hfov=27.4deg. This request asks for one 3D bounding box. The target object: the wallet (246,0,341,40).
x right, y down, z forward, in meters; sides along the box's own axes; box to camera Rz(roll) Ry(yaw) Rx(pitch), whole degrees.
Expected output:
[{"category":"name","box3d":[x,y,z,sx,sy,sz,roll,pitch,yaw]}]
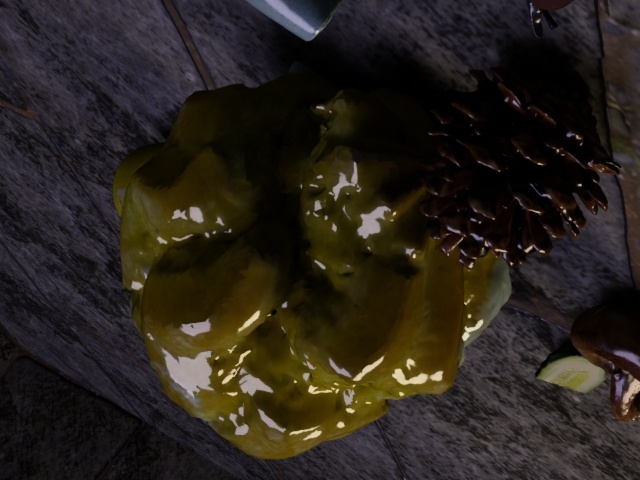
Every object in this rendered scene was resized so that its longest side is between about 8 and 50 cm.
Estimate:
[{"category":"wallet","box3d":[-0.094,-0.255,0.986,0.251,0.054,0.290,36,-169,-13]}]

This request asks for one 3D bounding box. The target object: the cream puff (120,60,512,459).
[{"category":"cream puff","box3d":[0.000,0.000,1.204,0.378,0.378,0.275,38,159,-2]}]

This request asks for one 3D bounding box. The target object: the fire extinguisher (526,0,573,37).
[{"category":"fire extinguisher","box3d":[0.173,-0.197,0.889,0.078,0.045,0.157,67,158,1]}]

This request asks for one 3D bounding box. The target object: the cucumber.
[{"category":"cucumber","box3d":[0.277,0.130,1.412,0.067,0.035,0.107,19,158,-2]}]

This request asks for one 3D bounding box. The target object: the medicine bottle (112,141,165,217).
[{"category":"medicine bottle","box3d":[-0.158,-0.063,1.586,0.122,0.122,0.212,46,158,-22]}]

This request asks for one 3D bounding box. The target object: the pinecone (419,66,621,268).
[{"category":"pinecone","box3d":[0.151,-0.056,1.048,0.173,0.174,0.173,32,159,14]}]

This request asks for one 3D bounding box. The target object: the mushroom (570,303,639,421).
[{"category":"mushroom","box3d":[0.310,0.122,1.282,0.135,0.080,0.171,40,164,30]}]
